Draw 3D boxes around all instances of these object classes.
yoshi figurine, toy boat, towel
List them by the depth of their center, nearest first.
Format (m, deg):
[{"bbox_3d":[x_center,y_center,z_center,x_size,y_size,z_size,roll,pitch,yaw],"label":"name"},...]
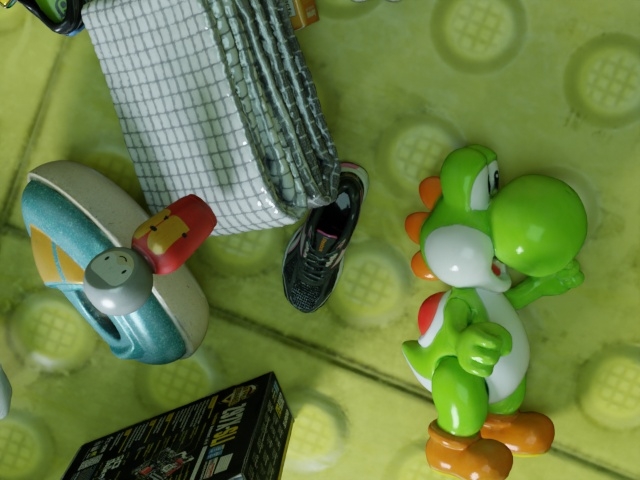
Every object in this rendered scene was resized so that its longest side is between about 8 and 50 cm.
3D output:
[{"bbox_3d":[-0.114,-0.149,1.528,0.235,0.121,0.284,-6,107,51],"label":"towel"},{"bbox_3d":[-0.218,0.029,1.538,0.148,0.318,0.267,-43,100,-22],"label":"toy boat"},{"bbox_3d":[0.209,0.076,1.595,0.203,0.203,0.362,-6,102,-12],"label":"yoshi figurine"}]

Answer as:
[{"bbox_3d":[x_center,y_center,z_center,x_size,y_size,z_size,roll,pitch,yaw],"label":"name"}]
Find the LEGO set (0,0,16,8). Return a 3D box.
[{"bbox_3d":[-0.458,-0.248,1.604,0.244,0.060,0.183,12,105,4],"label":"LEGO set"}]

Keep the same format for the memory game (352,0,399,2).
[{"bbox_3d":[0.056,-0.349,1.573,0.186,0.012,0.186,1,104,3],"label":"memory game"}]

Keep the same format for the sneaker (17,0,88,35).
[{"bbox_3d":[-0.316,-0.304,1.571,0.067,0.078,0.188,-32,100,10],"label":"sneaker"}]

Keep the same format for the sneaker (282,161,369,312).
[{"bbox_3d":[0.000,0.000,1.633,0.072,0.077,0.178,16,105,0],"label":"sneaker"}]

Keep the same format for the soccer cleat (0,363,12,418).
[{"bbox_3d":[-0.514,0.179,1.692,0.331,0.116,0.143,-4,144,19],"label":"soccer cleat"}]

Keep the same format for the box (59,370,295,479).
[{"bbox_3d":[-0.169,0.266,1.585,0.257,0.322,0.079,-20,101,8],"label":"box"}]

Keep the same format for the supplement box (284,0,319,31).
[{"bbox_3d":[-0.067,-0.334,1.545,0.080,0.078,0.233,-8,105,16],"label":"supplement box"}]
